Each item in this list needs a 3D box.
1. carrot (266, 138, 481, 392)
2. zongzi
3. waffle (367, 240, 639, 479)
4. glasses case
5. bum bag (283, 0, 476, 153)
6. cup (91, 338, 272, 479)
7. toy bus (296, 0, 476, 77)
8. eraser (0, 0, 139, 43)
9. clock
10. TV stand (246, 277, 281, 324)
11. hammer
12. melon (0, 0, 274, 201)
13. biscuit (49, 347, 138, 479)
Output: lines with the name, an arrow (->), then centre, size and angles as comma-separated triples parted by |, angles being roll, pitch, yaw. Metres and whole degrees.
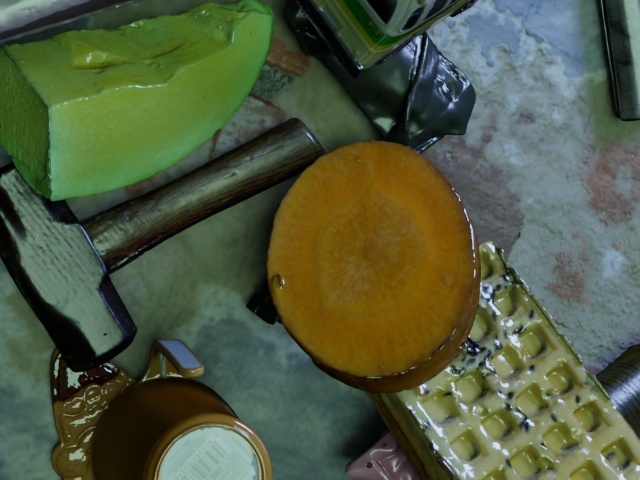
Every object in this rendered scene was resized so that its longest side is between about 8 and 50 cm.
carrot -> 0.066, 0.023, 1.125 | 0.258, 0.100, 0.307 | 2, 74, 0
zongzi -> 0.468, 0.280, 1.421 | 0.247, 0.111, 0.241 | -32, 127, -19
waffle -> 0.221, 0.207, 1.196 | 0.261, 0.114, 0.376 | -28, 75, -18
glasses case -> 0.447, -0.322, 1.315 | 0.114, 0.060, 0.299 | -16, 105, -15
bum bag -> 0.071, -0.227, 1.175 | 0.326, 0.079, 0.142 | 42, 77, -21
cup -> -0.152, 0.224, 1.048 | 0.182, 0.264, 0.226 | -5, 87, -20
toy bus -> 0.131, -0.336, 1.083 | 0.305, 0.179, 0.143 | -36, 90, -31
eraser -> -0.219, -0.291, 0.946 | 0.359, 0.272, 0.122 | -23, 107, -17
clock -> 0.160, 0.315, 1.254 | 0.194, 0.100, 0.195 | -36, 80, -19
TV stand -> 0.000, 0.000, 1.203 | 0.249, 0.036, 0.042 | -53, 147, -6
hammer -> -0.171, -0.042, 1.106 | 0.408, 0.095, 0.243 | -29, 104, -18
melon -> -0.191, -0.171, 1.035 | 0.323, 0.124, 0.196 | -24, 64, -29
biscuit -> -0.246, 0.245, 1.162 | 0.183, 0.043, 0.280 | -31, 112, -17
